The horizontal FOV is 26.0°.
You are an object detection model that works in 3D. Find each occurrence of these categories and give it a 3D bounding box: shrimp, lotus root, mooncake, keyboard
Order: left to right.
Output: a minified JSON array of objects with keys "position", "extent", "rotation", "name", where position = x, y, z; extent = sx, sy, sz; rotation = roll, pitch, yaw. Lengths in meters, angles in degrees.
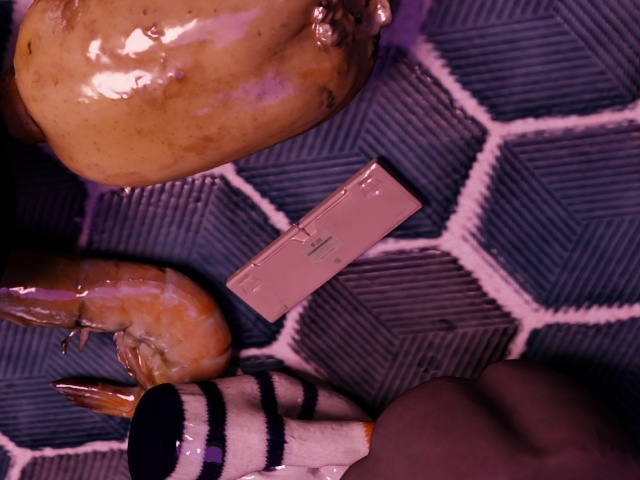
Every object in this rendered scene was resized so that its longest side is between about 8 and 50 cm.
[{"position":[-0.218,0.072,1.111],"extent":[0.296,0.058,0.169],"rotation":[12,125,-1],"name":"shrimp"},{"position":[-0.093,-0.123,0.915],"extent":[0.284,0.146,0.160],"rotation":[-15,102,20],"name":"lotus root"},{"position":[0.000,0.000,1.049],"extent":[0.055,0.017,0.166],"rotation":[40,119,-20],"name":"keyboard"},{"position":[0.129,0.203,1.039],"extent":[0.245,0.133,0.245],"rotation":[-16,131,-18],"name":"mooncake"}]

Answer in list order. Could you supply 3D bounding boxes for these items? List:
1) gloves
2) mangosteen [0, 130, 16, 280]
[{"position":[-0.032,0.168,1.108],"extent":[0.219,0.131,0.140],"rotation":[6,123,-29],"name":"gloves"},{"position":[-0.348,-0.014,0.933],"extent":[0.297,0.297,0.313],"rotation":[5,135,7],"name":"mangosteen"}]
